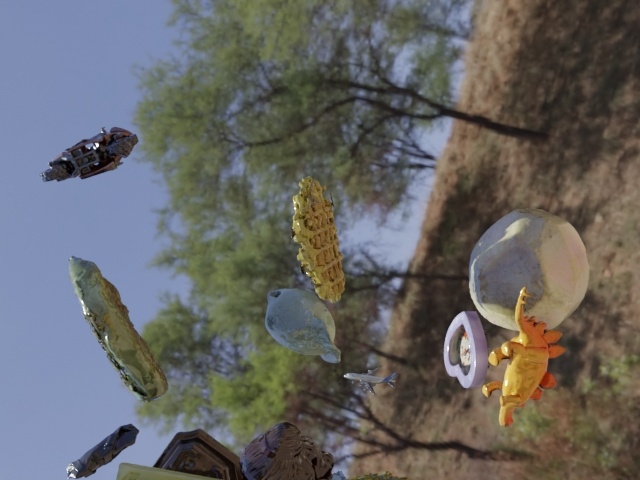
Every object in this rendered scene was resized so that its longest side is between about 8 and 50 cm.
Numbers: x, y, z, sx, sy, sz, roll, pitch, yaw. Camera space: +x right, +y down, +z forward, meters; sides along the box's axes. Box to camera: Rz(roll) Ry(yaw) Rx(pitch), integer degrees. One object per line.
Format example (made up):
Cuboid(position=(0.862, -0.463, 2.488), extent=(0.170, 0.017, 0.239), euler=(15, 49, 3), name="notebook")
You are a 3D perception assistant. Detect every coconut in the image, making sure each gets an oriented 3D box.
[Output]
Cuboid(position=(0.430, 0.062, 1.798), extent=(0.259, 0.259, 0.259), euler=(16, -90, -73), name="coconut")

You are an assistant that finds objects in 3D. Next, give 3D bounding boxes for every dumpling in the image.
Cuboid(position=(-0.043, 0.171, 1.677), extent=(0.108, 0.219, 0.153), euler=(-15, -66, -27), name="dumpling")

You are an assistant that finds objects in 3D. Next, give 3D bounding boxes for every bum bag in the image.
Cuboid(position=(-0.329, 0.322, 1.328), extent=(0.124, 0.058, 0.034), euler=(-36, -70, -10), name="bum bag")

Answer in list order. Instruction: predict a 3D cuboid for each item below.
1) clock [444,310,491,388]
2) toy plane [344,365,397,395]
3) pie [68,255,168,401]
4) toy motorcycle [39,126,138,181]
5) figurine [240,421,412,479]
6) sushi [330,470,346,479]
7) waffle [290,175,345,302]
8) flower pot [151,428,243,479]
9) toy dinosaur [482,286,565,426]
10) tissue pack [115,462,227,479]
Cuboid(position=(0.355, 0.250, 2.061), extent=(0.198, 0.064, 0.172), euler=(-148, 63, -74), name="clock")
Cuboid(position=(0.079, 0.218, 1.375), extent=(0.078, 0.084, 0.024), euler=(-67, -30, -61), name="toy plane")
Cuboid(position=(-0.432, 0.177, 1.842), extent=(0.078, 0.371, 0.296), euler=(-29, -38, -11), name="pie")
Cuboid(position=(-0.454, -0.169, 1.749), extent=(0.118, 0.212, 0.084), euler=(-85, -27, -71), name="toy motorcycle")
Cuboid(position=(0.004, 0.419, 1.454), extent=(0.168, 0.315, 0.187), euler=(-37, 29, 43), name="figurine")
Cuboid(position=(0.028, 0.615, 1.692), extent=(0.059, 0.294, 0.292), euler=(-27, -9, -40), name="sushi")
Cuboid(position=(-0.003, 0.001, 1.989), extent=(0.262, 0.060, 0.280), euler=(63, -158, -45), name="waffle")
Cuboid(position=(-0.273, 0.506, 1.733), extent=(0.251, 0.179, 0.084), euler=(-54, -6, -13), name="flower pot")
Cuboid(position=(0.337, 0.188, 1.416), extent=(0.070, 0.117, 0.288), euler=(-127, 36, -55), name="toy dinosaur")
Cuboid(position=(-0.230, 0.467, 1.476), extent=(0.159, 0.234, 0.125), euler=(100, -179, -57), name="tissue pack")
